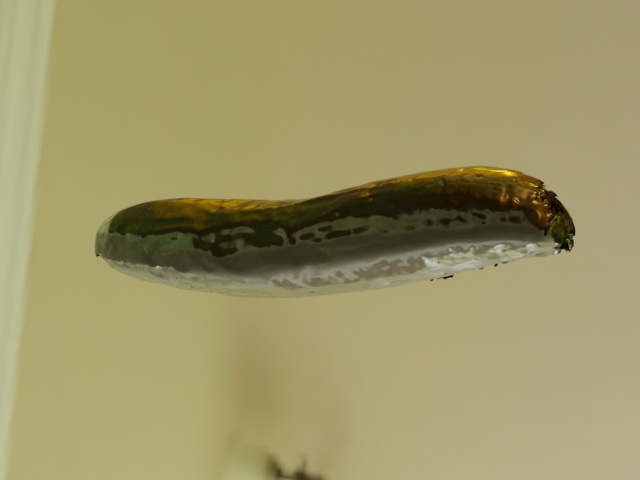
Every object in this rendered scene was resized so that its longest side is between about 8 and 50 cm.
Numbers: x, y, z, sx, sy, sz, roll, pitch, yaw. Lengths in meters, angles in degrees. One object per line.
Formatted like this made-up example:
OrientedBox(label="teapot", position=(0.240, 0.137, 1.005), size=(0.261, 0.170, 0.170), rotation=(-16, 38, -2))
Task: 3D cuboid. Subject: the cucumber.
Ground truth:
OrientedBox(label="cucumber", position=(0.000, 0.000, 0.545), size=(0.036, 0.184, 0.033), rotation=(52, -129, -33))
